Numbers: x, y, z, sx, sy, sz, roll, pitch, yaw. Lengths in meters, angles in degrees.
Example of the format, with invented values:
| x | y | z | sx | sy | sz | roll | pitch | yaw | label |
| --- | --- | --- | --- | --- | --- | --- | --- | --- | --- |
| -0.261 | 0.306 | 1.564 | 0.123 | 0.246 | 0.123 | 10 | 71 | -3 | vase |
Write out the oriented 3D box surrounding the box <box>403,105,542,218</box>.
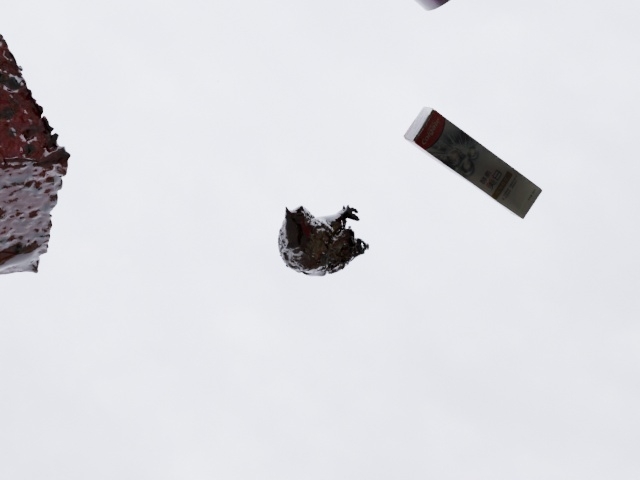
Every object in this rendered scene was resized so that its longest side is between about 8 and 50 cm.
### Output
| x | y | z | sx | sy | sz | roll | pitch | yaw | label |
| --- | --- | --- | --- | --- | --- | --- | --- | --- | --- |
| 0.214 | -0.106 | 1.025 | 0.218 | 0.039 | 0.055 | 30 | -85 | -24 | box |

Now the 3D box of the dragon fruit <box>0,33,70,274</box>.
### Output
| x | y | z | sx | sy | sz | roll | pitch | yaw | label |
| --- | --- | --- | --- | --- | --- | --- | --- | --- | --- |
| -0.406 | -0.087 | 0.740 | 0.240 | 0.330 | 0.302 | -9 | -84 | 32 | dragon fruit |

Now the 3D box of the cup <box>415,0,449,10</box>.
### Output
| x | y | z | sx | sy | sz | roll | pitch | yaw | label |
| --- | --- | --- | --- | --- | --- | --- | --- | --- | --- |
| 0.075 | -0.421 | 0.867 | 0.288 | 0.203 | 0.203 | 39 | -85 | -22 | cup |

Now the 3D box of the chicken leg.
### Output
| x | y | z | sx | sy | sz | roll | pitch | yaw | label |
| --- | --- | --- | --- | --- | --- | --- | --- | --- | --- |
| 0.000 | 0.000 | 1.023 | 0.063 | 0.234 | 0.105 | 9 | -85 | 29 | chicken leg |
